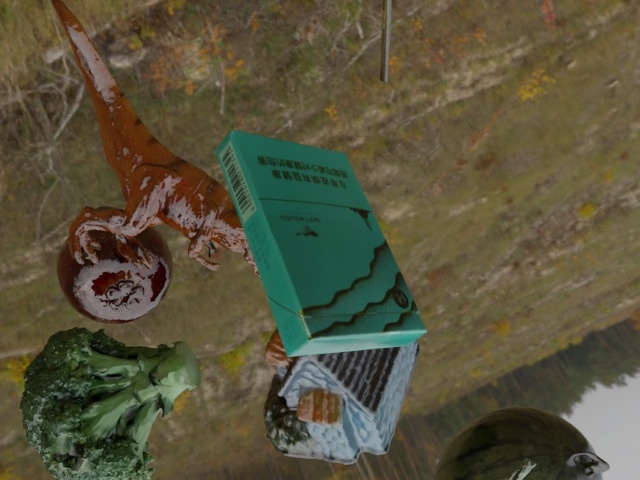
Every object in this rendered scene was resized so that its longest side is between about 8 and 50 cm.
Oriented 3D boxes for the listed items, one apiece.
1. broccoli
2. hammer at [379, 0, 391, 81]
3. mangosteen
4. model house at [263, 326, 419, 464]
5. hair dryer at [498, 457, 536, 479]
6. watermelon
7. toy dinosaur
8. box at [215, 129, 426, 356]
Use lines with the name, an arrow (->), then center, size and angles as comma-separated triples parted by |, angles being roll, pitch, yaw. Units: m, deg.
broccoli -> -0.315, 0.245, 0.984 | 0.270, 0.270, 0.270 | -22, 161, -1
hammer -> 0.096, -0.317, 0.917 | 0.017, 0.062, 0.182 | -11, 119, -19
mangosteen -> -0.397, 0.035, 1.243 | 0.215, 0.258, 0.215 | -13, 128, -17
model house -> 0.018, 0.215, 1.329 | 0.297, 0.360, 0.339 | 8, 133, 23
hair dryer -> 0.205, 0.379, 0.878 | 0.237, 0.075, 0.206 | -42, 147, -4
watermelon -> 0.378, 0.461, 1.226 | 0.278, 0.279, 0.359 | -11, 151, -35
toy dinosaur -> -0.226, -0.063, 0.797 | 0.208, 0.432, 0.097 | -44, -165, 13
box -> 0.000, 0.000, 0.633 | 0.160, 0.227, 0.042 | 3, 145, -43
